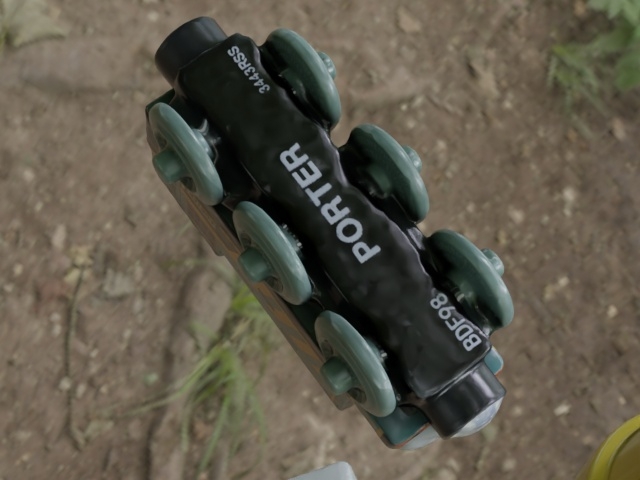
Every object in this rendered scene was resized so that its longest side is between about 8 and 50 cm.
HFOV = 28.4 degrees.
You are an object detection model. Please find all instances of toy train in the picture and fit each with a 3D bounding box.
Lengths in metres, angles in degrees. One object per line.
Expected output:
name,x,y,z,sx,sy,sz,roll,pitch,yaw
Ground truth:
toy train,0.000,0.000,0.868,0.142,0.190,0.334,-36,79,-15

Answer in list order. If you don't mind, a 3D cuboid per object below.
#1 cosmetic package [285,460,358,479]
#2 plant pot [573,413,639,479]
cosmetic package,0.031,0.361,0.680,0.230,0.162,0.453,-102,170,-52
plant pot,0.338,0.212,0.984,0.254,0.239,0.254,7,48,-8
